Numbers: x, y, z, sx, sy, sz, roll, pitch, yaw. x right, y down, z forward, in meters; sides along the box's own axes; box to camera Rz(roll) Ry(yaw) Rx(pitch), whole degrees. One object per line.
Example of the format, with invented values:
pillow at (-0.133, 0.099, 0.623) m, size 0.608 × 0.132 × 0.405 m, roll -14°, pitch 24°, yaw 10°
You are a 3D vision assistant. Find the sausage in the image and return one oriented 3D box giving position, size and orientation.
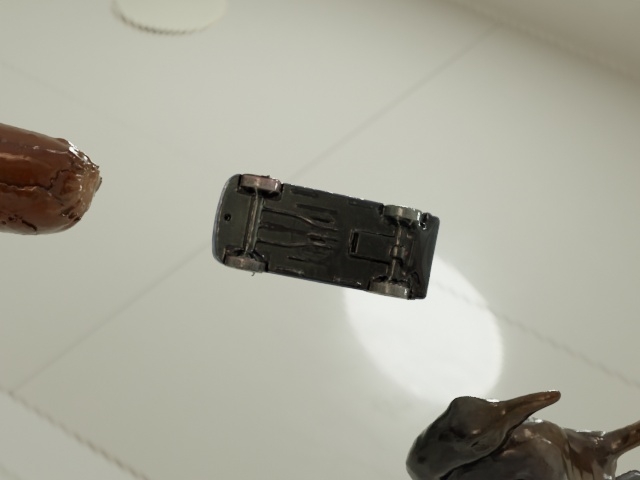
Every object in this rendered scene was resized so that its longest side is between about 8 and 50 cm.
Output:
sausage at (-0.344, -0.066, 1.315) m, size 0.330 × 0.102 × 0.102 m, roll 10°, pitch -52°, yaw 7°

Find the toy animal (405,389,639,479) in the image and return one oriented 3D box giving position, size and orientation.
toy animal at (0.175, 0.171, 1.127) m, size 0.298 × 0.185 × 0.122 m, roll 53°, pitch 17°, yaw -60°

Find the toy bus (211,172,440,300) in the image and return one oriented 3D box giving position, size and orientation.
toy bus at (0.000, 0.000, 1.214) m, size 0.167 × 0.073 × 0.076 m, roll 12°, pitch -4°, yaw -9°
